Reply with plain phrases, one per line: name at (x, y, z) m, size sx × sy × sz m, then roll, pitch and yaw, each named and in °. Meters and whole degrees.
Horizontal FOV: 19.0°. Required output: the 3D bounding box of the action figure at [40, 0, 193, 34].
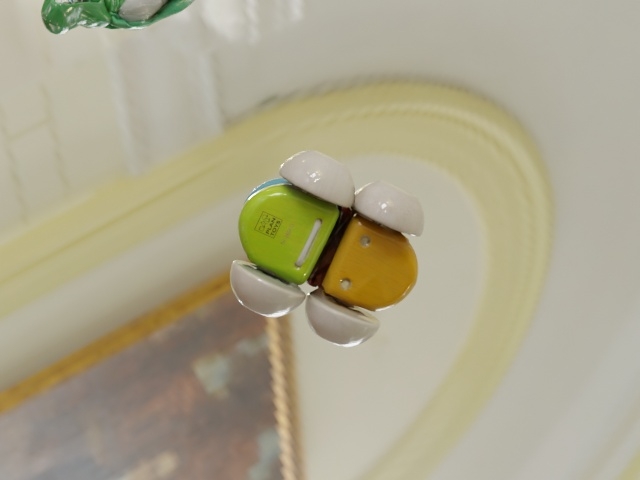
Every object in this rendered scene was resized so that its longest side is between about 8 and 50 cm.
action figure at (-0.092, -0.197, 1.219) m, size 0.137 × 0.232 × 0.063 m, roll 31°, pitch -35°, yaw 22°

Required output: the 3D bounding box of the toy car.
toy car at (0.000, 0.000, 1.816) m, size 0.182 × 0.159 × 0.136 m, roll 22°, pitch 9°, yaw -19°
